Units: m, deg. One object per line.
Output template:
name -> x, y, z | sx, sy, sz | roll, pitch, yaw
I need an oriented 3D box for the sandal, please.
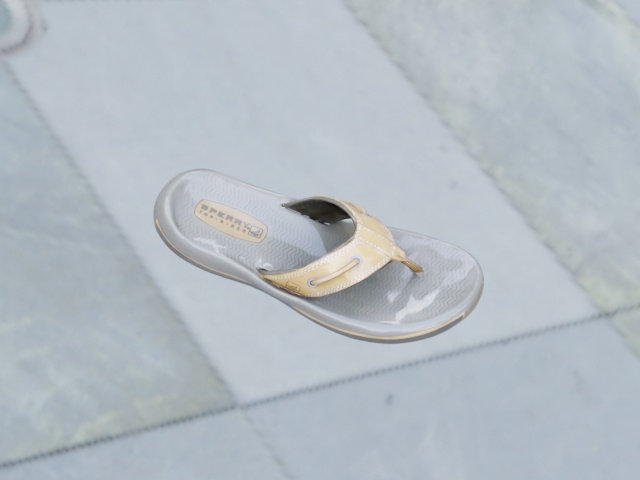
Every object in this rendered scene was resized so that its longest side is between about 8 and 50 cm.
sandal -> 0.000, 0.000, 1.123 | 0.219, 0.060, 0.090 | 23, 57, 3
